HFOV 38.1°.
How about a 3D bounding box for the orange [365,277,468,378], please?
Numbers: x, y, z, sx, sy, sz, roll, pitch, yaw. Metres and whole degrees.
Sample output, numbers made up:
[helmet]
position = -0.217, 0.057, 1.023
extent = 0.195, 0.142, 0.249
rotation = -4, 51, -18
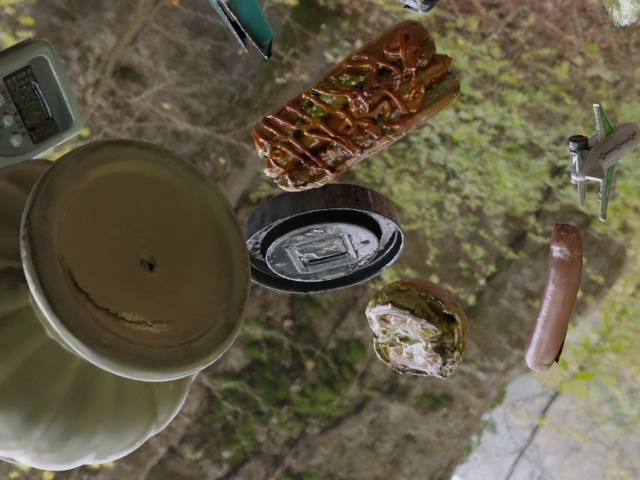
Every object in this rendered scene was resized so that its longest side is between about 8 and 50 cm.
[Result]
[orange]
position = 0.145, 0.119, 1.336
extent = 0.160, 0.170, 0.112
rotation = 40, -138, -1

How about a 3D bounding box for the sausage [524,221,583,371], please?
[sausage]
position = 0.263, 0.068, 1.040
extent = 0.040, 0.176, 0.047
rotation = 3, -155, -7

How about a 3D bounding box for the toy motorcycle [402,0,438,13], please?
[toy motorcycle]
position = 0.155, -0.567, 1.966
extent = 0.307, 0.108, 0.173
rotation = 22, 167, 4

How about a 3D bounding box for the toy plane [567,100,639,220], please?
[toy plane]
position = 0.560, -0.178, 1.843
extent = 0.101, 0.255, 0.251
rotation = 12, 127, 37

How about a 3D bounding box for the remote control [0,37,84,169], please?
[remote control]
position = -0.430, -0.128, 1.110
extent = 0.056, 0.296, 0.140
rotation = 19, 136, 44

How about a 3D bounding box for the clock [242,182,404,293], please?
[clock]
position = 0.001, 0.001, 1.783
extent = 0.319, 0.319, 0.066
rotation = 35, -141, -51

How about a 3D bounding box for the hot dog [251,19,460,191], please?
[hot dog]
position = 0.051, -0.208, 1.462
extent = 0.158, 0.349, 0.117
rotation = 59, -172, 0

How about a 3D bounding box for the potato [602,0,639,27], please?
[potato]
position = 0.485, -0.418, 1.288
extent = 0.111, 0.272, 0.160
rotation = 48, -137, -5

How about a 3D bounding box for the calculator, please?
[calculator]
position = -0.161, -0.390, 1.254
extent = 0.274, 0.058, 0.248
rotation = 54, -179, 9

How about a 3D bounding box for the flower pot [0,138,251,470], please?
[flower pot]
position = -0.208, 0.049, 0.856
extent = 0.307, 0.307, 0.244
rotation = 35, 143, -24
